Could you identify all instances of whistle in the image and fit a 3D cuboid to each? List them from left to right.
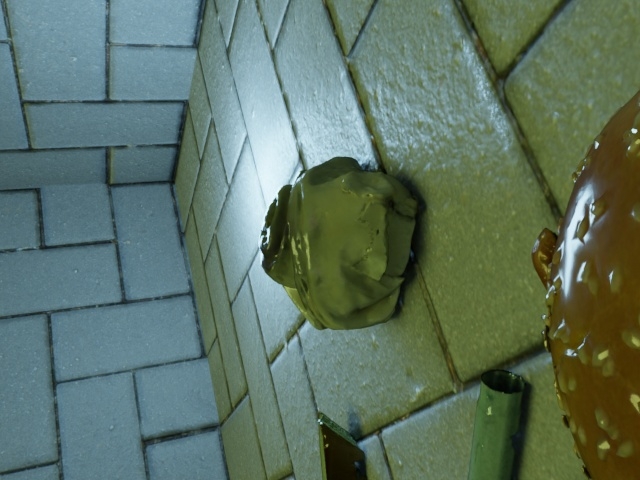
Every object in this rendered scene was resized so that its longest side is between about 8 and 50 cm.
[{"bbox_3d":[0.239,0.332,0.853,0.062,0.062,0.312,-143,51,-61],"label":"whistle"}]

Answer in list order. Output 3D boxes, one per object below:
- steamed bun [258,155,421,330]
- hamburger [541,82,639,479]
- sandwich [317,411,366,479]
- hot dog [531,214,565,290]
[{"bbox_3d":[0.000,0.000,1.118,0.394,0.238,0.346,124,135,-58],"label":"steamed bun"},{"bbox_3d":[0.295,0.104,0.403,0.287,0.268,0.445,117,140,-57],"label":"hamburger"},{"bbox_3d":[0.047,0.496,1.337,0.090,0.089,0.244,-153,55,-74],"label":"sandwich"},{"bbox_3d":[0.307,0.080,0.613,0.100,0.068,0.249,-41,60,36],"label":"hot dog"}]
